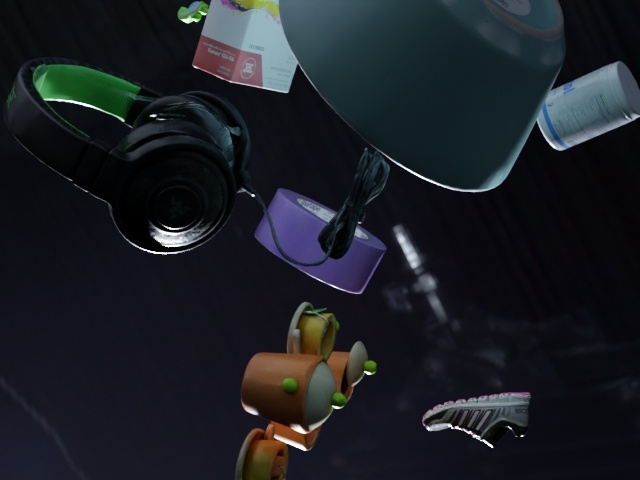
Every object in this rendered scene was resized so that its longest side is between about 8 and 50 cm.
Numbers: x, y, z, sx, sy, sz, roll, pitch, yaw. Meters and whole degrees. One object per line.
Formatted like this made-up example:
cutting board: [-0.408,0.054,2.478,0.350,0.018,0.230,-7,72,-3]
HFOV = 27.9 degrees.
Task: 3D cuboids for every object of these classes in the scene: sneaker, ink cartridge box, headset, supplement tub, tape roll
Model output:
sneaker: [0.232,0.271,1.900,0.170,0.075,0.063,-13,165,22]
ink cartridge box: [-0.063,-0.280,1.490,0.067,0.198,0.115,25,-166,32]
headset: [-0.133,-0.099,1.363,0.185,0.394,0.243,-59,-173,20]
supplement tub: [0.307,-0.153,1.472,0.107,0.071,0.071,-24,-173,29]
tape roll: [0.000,0.000,1.955,0.080,0.189,0.189,-60,-178,8]

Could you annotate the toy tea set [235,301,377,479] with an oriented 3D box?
toy tea set: [0.003,0.197,1.673,0.124,0.200,0.336,10,-155,18]

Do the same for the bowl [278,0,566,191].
bowl: [0.128,-0.220,1.309,0.163,0.311,0.311,-47,175,33]

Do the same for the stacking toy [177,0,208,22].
stacking toy: [-0.187,-0.426,1.922,0.221,0.052,0.167,-40,148,23]
